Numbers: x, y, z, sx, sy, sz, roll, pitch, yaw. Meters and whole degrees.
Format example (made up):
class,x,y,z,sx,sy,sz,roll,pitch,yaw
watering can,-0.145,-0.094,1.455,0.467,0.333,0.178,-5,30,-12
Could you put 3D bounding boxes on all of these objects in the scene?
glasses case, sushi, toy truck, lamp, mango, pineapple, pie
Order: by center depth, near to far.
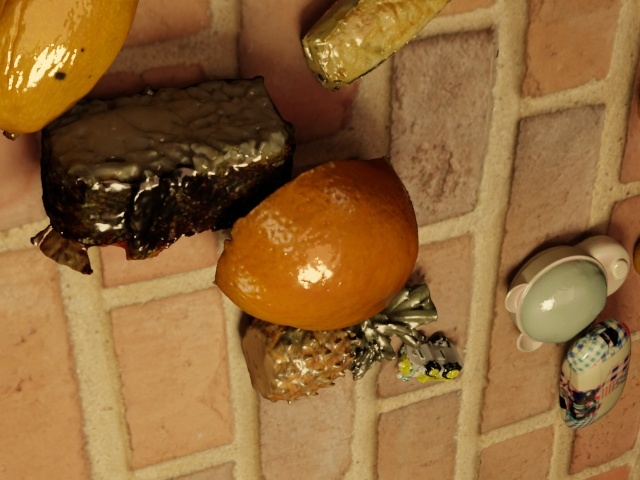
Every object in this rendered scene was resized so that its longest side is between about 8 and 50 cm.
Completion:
class,x,y,z,sx,sy,sz,roll,pitch,yaw
mango,-0.286,-0.279,1.066,0.187,0.144,0.359,21,103,-38
sushi,-0.190,-0.079,1.197,0.343,0.196,0.181,-15,128,-22
pie,0.099,-0.314,1.299,0.282,0.068,0.128,-43,129,-5
pineapple,0.036,0.136,1.489,0.310,0.141,0.170,-15,98,-29
toy truck,0.176,0.207,1.641,0.111,0.076,0.077,6,134,-30
lamp,0.432,0.088,1.681,0.246,0.108,0.179,-31,132,-10
glasses case,0.498,0.248,1.786,0.125,0.076,0.327,-31,146,-10

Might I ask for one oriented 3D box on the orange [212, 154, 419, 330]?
class,x,y,z,sx,sy,sz,roll,pitch,yaw
orange,0.004,-0.001,1.317,0.274,0.310,0.274,0,113,1

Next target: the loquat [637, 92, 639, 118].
class,x,y,z,sx,sy,sz,roll,pitch,yaw
loquat,0.578,-0.220,1.565,0.141,0.141,0.141,-13,122,-21

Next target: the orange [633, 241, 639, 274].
class,x,y,z,sx,sy,sz,roll,pitch,yaw
orange,0.595,0.034,1.750,0.085,0.085,0.085,-13,122,-21
